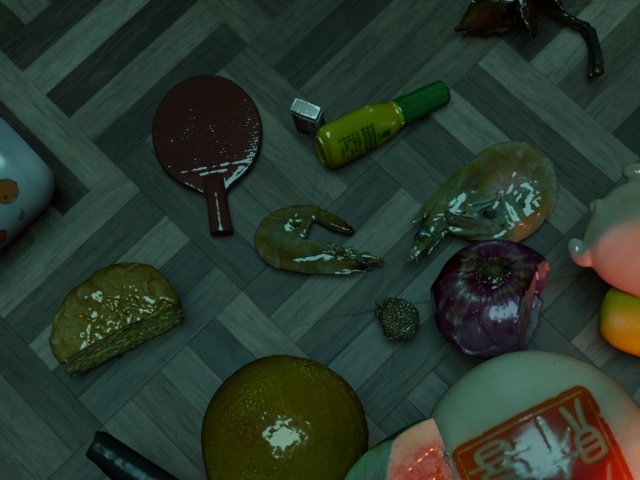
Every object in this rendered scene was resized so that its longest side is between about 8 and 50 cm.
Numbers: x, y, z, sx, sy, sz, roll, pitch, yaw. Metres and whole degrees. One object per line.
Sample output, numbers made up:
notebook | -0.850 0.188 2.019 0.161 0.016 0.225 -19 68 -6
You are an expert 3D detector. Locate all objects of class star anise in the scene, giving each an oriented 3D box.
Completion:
star anise | 0.381 -0.418 2.067 0.346 0.148 0.237 42 103 10

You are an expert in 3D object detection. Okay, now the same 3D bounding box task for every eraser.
eraser | -0.020 -0.214 2.037 0.052 0.122 0.029 22 80 9

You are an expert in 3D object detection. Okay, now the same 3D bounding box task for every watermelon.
watermelon | 0.126 0.405 1.706 0.193 0.310 0.232 12 44 -26

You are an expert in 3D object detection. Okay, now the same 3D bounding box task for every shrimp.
shrimp | 0.000 0.002 2.023 0.236 0.053 0.133 9 55 9
shrimp | 0.282 -0.048 2.001 0.317 0.077 0.168 -41 79 -11

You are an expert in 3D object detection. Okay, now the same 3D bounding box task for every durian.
durian | 0.128 0.132 1.955 0.091 0.080 0.080 36 78 -18

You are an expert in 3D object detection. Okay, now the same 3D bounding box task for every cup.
cup | -0.622 -0.056 1.983 0.317 0.212 0.212 -43 77 -9

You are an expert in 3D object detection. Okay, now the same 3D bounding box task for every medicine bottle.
medicine bottle | 0.113 -0.213 2.050 0.260 0.095 0.064 -27 47 -12

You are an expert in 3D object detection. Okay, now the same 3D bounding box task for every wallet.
wallet | -0.174 0.440 1.792 0.406 0.228 0.062 30 73 17

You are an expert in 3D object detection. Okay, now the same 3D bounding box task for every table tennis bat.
table tennis bat | -0.199 -0.158 2.076 0.200 0.038 0.310 -10 74 1

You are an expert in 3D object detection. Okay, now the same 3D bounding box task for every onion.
onion | 0.276 0.093 1.913 0.200 0.200 0.207 20 86 8

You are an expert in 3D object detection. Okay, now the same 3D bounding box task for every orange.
orange | -0.059 0.319 1.822 0.274 0.274 0.274 -1 75 3

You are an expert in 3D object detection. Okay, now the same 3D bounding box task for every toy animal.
toy animal | 0.571 0.038 1.900 0.345 0.277 0.247 40 37 -1

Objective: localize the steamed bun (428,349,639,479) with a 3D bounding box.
steamed bun | 0.332 0.358 1.758 0.374 0.241 0.374 0 94 8

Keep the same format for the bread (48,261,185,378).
bread | -0.355 0.125 1.963 0.229 0.143 0.139 -27 64 -7
